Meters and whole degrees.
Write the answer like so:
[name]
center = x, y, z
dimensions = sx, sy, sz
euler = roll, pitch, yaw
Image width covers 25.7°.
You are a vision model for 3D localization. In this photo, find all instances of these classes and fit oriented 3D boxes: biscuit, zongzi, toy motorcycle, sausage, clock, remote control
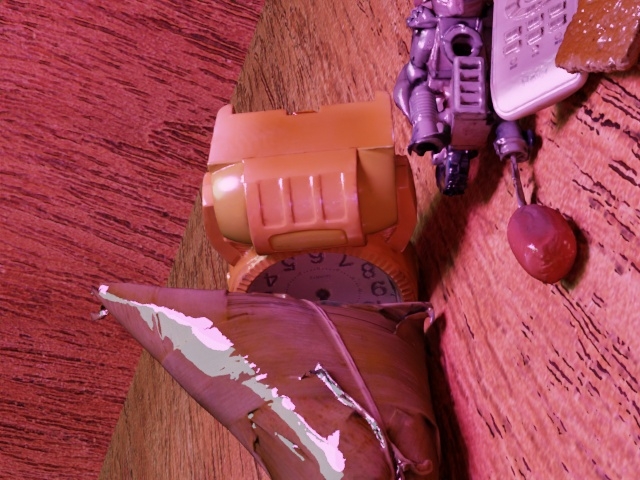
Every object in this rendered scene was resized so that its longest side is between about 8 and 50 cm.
[biscuit]
center = 0.296, -0.264, 1.301
dimensions = 0.237, 0.026, 0.131
euler = -67, 22, -3
[zongzi]
center = -0.051, 0.191, 1.424
dimensions = 0.447, 0.418, 0.181
euler = -95, 20, -65
[toy motorcycle]
center = 0.154, -0.159, 1.531
dimensions = 0.207, 0.134, 0.401
euler = 98, 173, -52
[sausage]
center = 0.207, -0.001, 1.310
dimensions = 0.059, 0.054, 0.094
euler = -29, 28, 7
[clock]
center = 0.000, 0.000, 1.669
dimensions = 0.200, 0.244, 0.317
euler = -85, -12, -47
[remote control]
center = 0.239, -0.256, 1.477
dimensions = 0.109, 0.055, 0.313
euler = -27, 41, 36
